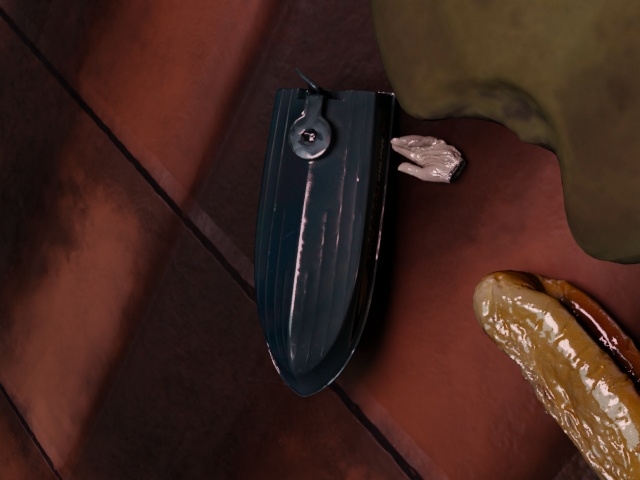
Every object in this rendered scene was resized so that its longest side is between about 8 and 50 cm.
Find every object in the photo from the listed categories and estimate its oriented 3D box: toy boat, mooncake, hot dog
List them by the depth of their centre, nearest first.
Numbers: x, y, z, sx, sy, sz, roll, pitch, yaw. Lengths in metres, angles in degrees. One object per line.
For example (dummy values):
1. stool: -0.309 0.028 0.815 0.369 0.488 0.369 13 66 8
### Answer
1. mooncake: 0.204 -0.172 0.558 0.351 0.187 0.351 24 123 44
2. hot dog: 0.215 0.113 0.669 0.073 0.084 0.242 -50 63 35
3. toy boat: 0.001 -0.001 0.808 0.114 0.122 0.296 6 90 21

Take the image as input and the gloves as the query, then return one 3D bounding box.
1. gloves: 0.099 -0.071 0.775 0.081 0.037 0.044 32 103 9
